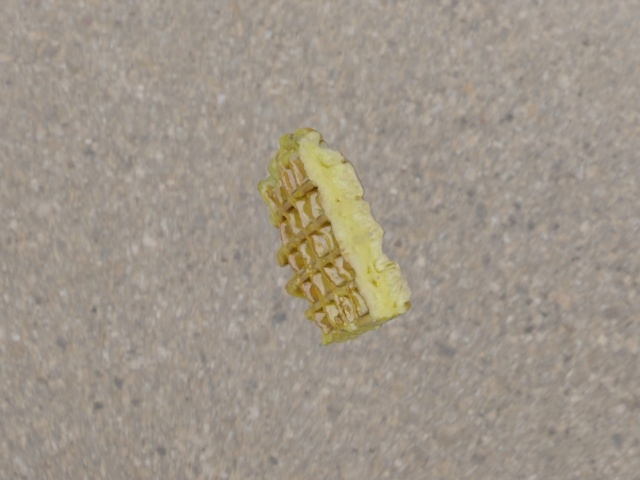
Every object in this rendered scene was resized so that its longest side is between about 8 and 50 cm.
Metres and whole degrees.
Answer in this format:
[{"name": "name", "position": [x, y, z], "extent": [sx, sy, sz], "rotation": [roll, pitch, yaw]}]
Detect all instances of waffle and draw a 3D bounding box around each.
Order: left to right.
[{"name": "waffle", "position": [-0.001, 0.000, 1.311], "extent": [0.057, 0.219, 0.229], "rotation": [-21, 82, -22]}]
